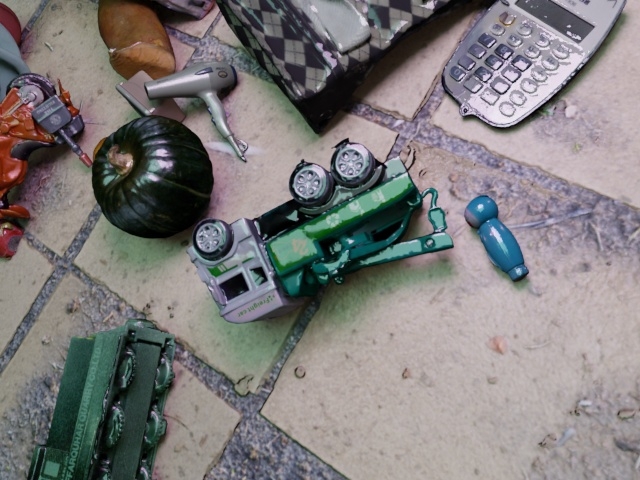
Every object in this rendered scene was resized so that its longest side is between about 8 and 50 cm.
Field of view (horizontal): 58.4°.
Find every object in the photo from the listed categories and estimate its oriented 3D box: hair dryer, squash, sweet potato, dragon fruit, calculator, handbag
[{"bbox_3d":[-0.221,-0.226,1.011,0.167,0.067,0.199,-5,74,-19],"label":"hair dryer"},{"bbox_3d":[-0.285,-0.106,0.968,0.218,0.172,0.218,10,105,40],"label":"squash"},{"bbox_3d":[-0.387,-0.464,1.149,0.131,0.131,0.337,-27,65,13],"label":"sweet potato"},{"bbox_3d":[-0.643,-0.008,1.147,0.056,0.060,0.083,12,77,28],"label":"dragon fruit"},{"bbox_3d":[0.305,-0.286,0.855,0.268,0.040,0.177,-44,63,5],"label":"calculator"},{"bbox_3d":[0.065,-0.411,0.924,0.416,0.180,0.317,-38,68,3],"label":"handbag"}]

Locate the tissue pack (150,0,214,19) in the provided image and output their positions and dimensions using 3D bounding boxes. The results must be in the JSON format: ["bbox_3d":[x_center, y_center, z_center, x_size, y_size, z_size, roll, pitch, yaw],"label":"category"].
[{"bbox_3d":[-0.343,-0.604,1.113,0.123,0.244,0.333,-35,63,38],"label":"tissue pack"}]

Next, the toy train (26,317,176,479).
[{"bbox_3d":[-0.343,0.284,0.894,0.178,0.138,0.331,-1,73,27],"label":"toy train"}]

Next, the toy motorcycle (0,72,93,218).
[{"bbox_3d":[-0.603,-0.167,1.120,0.325,0.221,0.147,-40,21,-9],"label":"toy motorcycle"}]

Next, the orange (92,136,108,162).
[{"bbox_3d":[-0.387,-0.159,1.088,0.086,0.062,0.086,0,90,19],"label":"orange"}]

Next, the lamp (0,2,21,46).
[{"bbox_3d":[-0.765,-0.458,1.301,0.181,0.140,0.182,-13,51,16],"label":"lamp"}]

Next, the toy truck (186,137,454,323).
[{"bbox_3d":[-0.005,-0.006,0.827,0.363,0.176,0.178,-24,79,13],"label":"toy truck"}]

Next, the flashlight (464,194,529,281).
[{"bbox_3d":[0.244,-0.005,0.788,0.051,0.051,0.129,-32,67,10],"label":"flashlight"}]

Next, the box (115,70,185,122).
[{"bbox_3d":[-0.316,-0.258,1.077,0.062,0.089,0.122,-44,63,-7],"label":"box"}]

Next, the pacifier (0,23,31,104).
[{"bbox_3d":[-0.767,-0.321,1.173,0.269,0.288,0.344,39,99,32],"label":"pacifier"}]
